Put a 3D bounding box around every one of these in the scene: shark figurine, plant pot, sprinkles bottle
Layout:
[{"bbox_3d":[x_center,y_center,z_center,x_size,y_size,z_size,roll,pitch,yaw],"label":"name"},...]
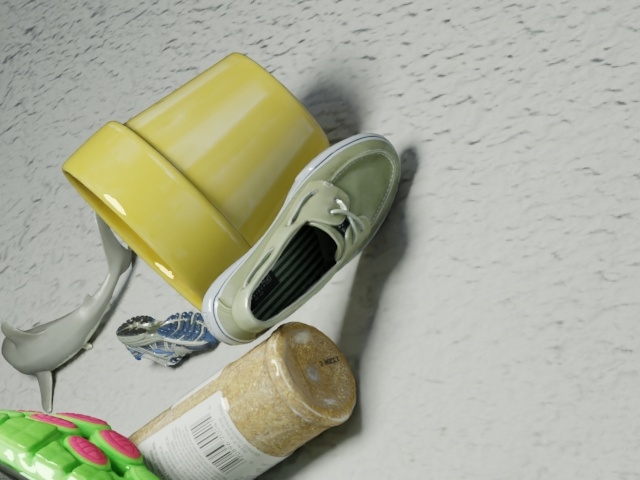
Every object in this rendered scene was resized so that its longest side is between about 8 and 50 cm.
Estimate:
[{"bbox_3d":[-0.345,0.101,2.455,0.278,0.116,0.166,-42,38,29],"label":"shark figurine"},{"bbox_3d":[-0.126,-0.077,2.192,0.239,0.254,0.254,-46,31,-9],"label":"plant pot"},{"bbox_3d":[-0.122,0.220,2.039,0.355,0.121,0.121,-36,39,32],"label":"sprinkles bottle"}]

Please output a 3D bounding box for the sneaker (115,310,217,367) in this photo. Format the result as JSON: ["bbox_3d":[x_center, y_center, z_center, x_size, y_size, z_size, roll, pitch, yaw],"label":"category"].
[{"bbox_3d":[-0.174,0.120,2.264,0.135,0.058,0.052,1,38,32],"label":"sneaker"}]

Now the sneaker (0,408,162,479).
[{"bbox_3d":[-0.220,0.323,1.924,0.483,0.185,0.202,33,106,33],"label":"sneaker"}]

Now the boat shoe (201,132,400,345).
[{"bbox_3d":[0.000,0.000,2.009,0.302,0.109,0.094,-50,21,-26],"label":"boat shoe"}]
